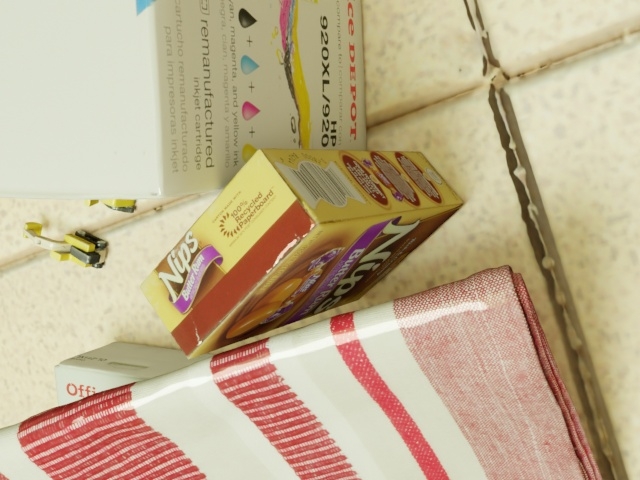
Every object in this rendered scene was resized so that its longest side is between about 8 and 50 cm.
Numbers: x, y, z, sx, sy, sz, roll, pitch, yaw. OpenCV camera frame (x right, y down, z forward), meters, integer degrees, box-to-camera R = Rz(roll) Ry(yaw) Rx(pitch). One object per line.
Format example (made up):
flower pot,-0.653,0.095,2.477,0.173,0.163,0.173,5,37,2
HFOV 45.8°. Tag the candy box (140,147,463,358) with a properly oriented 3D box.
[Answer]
candy box,0.000,0.000,0.442,0.109,0.187,0.053,-45,74,27

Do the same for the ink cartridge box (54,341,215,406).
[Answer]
ink cartridge box,-0.135,0.178,0.610,0.128,0.072,0.175,3,101,27

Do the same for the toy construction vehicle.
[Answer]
toy construction vehicle,-0.206,-0.023,0.633,0.098,0.035,0.085,24,109,22

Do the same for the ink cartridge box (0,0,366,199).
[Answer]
ink cartridge box,-0.093,-0.119,0.445,0.168,0.233,0.171,2,100,25

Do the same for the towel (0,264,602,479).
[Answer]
towel,-0.008,0.152,0.453,0.329,0.037,0.237,-19,123,16
